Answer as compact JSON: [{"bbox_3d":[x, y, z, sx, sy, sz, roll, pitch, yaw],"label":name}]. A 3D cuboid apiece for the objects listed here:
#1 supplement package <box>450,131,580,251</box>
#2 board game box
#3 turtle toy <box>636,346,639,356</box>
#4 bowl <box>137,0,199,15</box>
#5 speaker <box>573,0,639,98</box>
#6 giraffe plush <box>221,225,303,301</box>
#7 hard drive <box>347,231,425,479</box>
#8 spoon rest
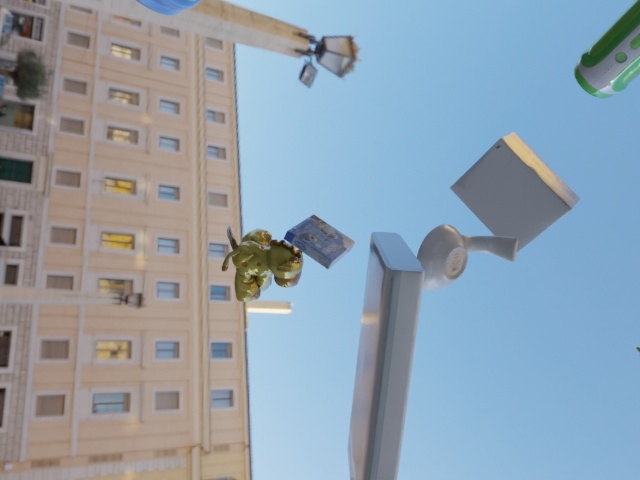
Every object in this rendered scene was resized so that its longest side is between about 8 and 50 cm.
[{"bbox_3d":[0.537,-0.132,1.561,0.262,0.145,0.204,50,-55,11],"label":"supplement package"},{"bbox_3d":[0.000,0.000,0.924,0.090,0.090,0.020,35,-57,12],"label":"board game box"},{"bbox_3d":[0.639,0.206,1.006,0.130,0.095,0.066,12,-77,19],"label":"turtle toy"},{"bbox_3d":[-0.418,-0.672,1.229,0.077,0.391,0.391,-30,-126,21],"label":"bowl"},{"bbox_3d":[0.664,-0.428,1.151,0.296,0.131,0.131,124,-38,-58],"label":"speaker"},{"bbox_3d":[-0.111,0.049,1.318,0.170,0.210,0.181,5,-123,21],"label":"giraffe plush"},{"bbox_3d":[0.079,0.182,0.759,0.233,0.047,0.353,-90,-174,-79],"label":"hard drive"},{"bbox_3d":[0.289,0.028,1.153,0.084,0.276,0.137,23,-67,50],"label":"spoon rest"}]
